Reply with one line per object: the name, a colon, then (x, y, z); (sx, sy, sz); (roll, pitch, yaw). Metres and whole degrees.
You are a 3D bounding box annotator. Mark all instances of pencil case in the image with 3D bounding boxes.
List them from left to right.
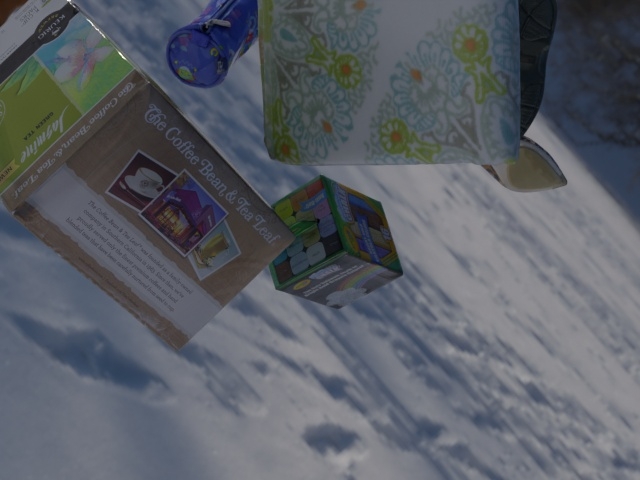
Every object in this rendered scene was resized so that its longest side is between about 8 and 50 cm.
pencil case: (-0.154, -0.390, 2.151); (0.119, 0.133, 0.306); (31, 48, 5)

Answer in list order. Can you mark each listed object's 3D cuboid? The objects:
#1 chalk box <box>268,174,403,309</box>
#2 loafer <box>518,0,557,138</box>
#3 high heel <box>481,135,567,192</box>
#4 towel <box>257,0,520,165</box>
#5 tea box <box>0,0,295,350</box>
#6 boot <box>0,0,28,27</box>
chalk box: (0.000, 0.000, 1.774); (0.213, 0.132, 0.132); (23, 44, -53)
loafer: (0.307, -0.260, 1.901); (0.096, 0.267, 0.084); (18, 11, 4)
high heel: (0.291, -0.171, 2.072); (0.261, 0.093, 0.186); (19, 23, -22)
towel: (0.073, -0.250, 1.457); (0.090, 0.374, 0.320); (-13, 102, -48)
tea box: (-0.257, -0.093, 1.523); (0.323, 0.220, 0.329); (44, -3, 46)
boot: (-0.480, -0.288, 1.757); (0.073, 0.197, 0.152); (3, -71, 57)
